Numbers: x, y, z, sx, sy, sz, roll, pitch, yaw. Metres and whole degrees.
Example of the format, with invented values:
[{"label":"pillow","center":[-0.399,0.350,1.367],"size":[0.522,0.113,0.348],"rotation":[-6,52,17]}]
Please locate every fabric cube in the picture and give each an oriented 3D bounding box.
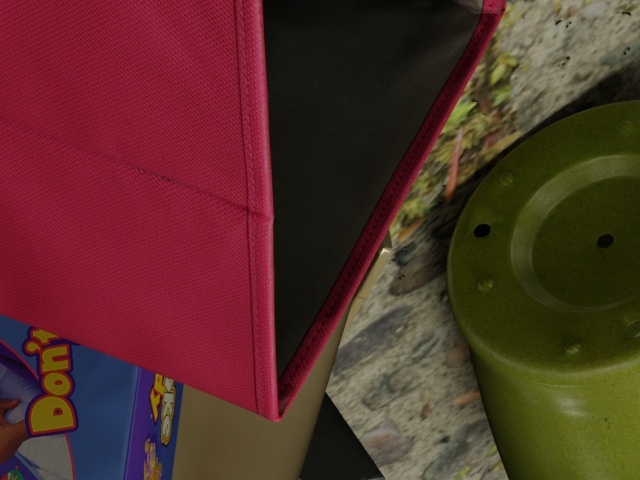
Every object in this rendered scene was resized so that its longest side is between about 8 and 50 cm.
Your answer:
[{"label":"fabric cube","center":[-0.081,-0.134,0.724],"size":[0.259,0.258,0.254],"rotation":[90,25,-51]}]

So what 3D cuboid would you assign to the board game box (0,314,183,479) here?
[{"label":"board game box","center":[-0.184,0.059,0.878],"size":[0.233,0.347,0.078],"rotation":[3,162,11]}]

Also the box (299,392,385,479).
[{"label":"box","center":[-0.054,0.173,1.368],"size":[0.093,0.156,0.158],"rotation":[-5,136,-38]}]

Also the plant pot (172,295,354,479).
[{"label":"plant pot","center":[-0.115,0.035,1.053],"size":[0.323,0.323,0.280],"rotation":[21,101,-52]}]

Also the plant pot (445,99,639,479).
[{"label":"plant pot","center":[0.268,0.089,1.413],"size":[0.366,0.366,0.353],"rotation":[-36,135,2]}]

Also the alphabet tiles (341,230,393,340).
[{"label":"alphabet tiles","center":[0.000,0.000,1.180],"size":[0.009,0.198,0.237],"rotation":[16,126,-18]}]
